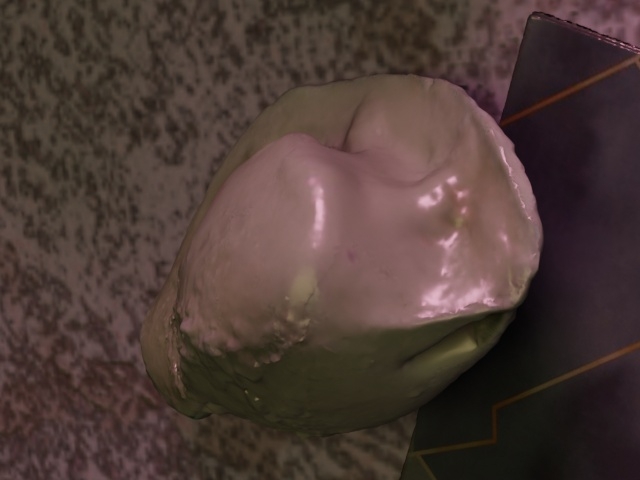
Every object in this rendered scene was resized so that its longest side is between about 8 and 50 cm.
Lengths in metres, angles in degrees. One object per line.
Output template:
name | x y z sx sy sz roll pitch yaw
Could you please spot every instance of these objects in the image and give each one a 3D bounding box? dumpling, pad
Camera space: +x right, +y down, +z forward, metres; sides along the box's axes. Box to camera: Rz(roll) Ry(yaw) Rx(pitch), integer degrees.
dumpling | -0.007 0.006 0.782 0.219 0.108 0.153 -20 84 35
pad | 0.118 0.047 0.760 0.163 0.004 0.243 25 110 32
